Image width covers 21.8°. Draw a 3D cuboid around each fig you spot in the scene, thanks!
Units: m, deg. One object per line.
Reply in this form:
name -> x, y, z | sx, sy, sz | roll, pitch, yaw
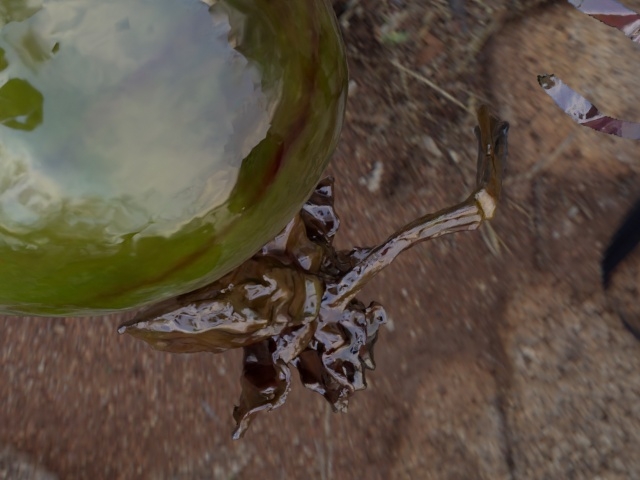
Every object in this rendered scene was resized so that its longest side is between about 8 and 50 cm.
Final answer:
fig -> -0.101, -0.007, 0.399 | 0.236, 0.124, 0.124 | -38, 105, 10

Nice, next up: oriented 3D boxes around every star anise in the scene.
star anise -> -0.001, 0.001, 1.185 | 0.346, 0.148, 0.237 | -28, 90, -22

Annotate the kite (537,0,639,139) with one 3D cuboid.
kite -> 0.176, -0.041, 0.510 | 0.229, 0.016, 0.127 | 9, 134, -15
